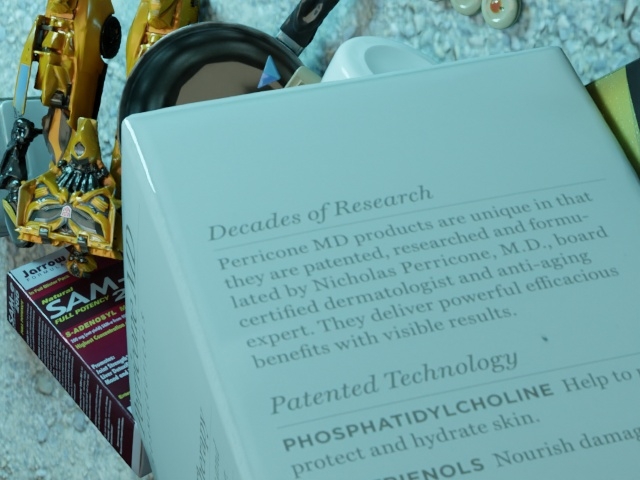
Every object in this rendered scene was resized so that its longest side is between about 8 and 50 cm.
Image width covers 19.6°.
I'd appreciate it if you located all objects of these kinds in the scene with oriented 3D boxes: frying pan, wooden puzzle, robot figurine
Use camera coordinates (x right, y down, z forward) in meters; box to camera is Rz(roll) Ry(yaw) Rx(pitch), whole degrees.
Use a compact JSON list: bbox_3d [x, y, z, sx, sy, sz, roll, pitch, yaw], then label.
[{"bbox_3d":[-0.069,-0.159,1.650,0.197,0.053,0.326,18,105,9],"label":"frying pan"},{"bbox_3d":[-0.009,-0.105,1.620,0.116,0.014,0.078,30,109,2],"label":"wooden puzzle"},{"bbox_3d":[-0.211,-0.108,1.759,0.211,0.085,0.291,10,91,19],"label":"robot figurine"}]

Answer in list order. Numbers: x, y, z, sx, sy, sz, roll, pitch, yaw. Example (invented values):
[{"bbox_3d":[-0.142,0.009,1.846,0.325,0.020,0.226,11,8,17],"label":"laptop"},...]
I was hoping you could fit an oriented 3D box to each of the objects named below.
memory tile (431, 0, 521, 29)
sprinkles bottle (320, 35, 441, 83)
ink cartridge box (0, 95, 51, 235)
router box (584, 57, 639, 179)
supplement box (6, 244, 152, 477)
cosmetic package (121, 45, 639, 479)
[{"bbox_3d":[0.132,-0.252,1.497,0.113,0.012,0.148,31,116,38],"label":"memory tile"},{"bbox_3d":[0.000,0.000,1.588,0.121,0.121,0.355,48,126,30],"label":"sprinkles bottle"},{"bbox_3d":[-0.342,-0.071,1.920,0.176,0.127,0.128,-12,87,46],"label":"ink cartridge box"},{"bbox_3d":[0.256,0.030,1.290,0.243,0.081,0.309,153,105,-74],"label":"router box"},{"bbox_3d":[-0.185,0.102,1.777,0.239,0.130,0.073,44,144,32],"label":"supplement box"},{"bbox_3d":[0.068,0.133,1.262,0.329,0.327,0.394,94,160,-46],"label":"cosmetic package"}]
